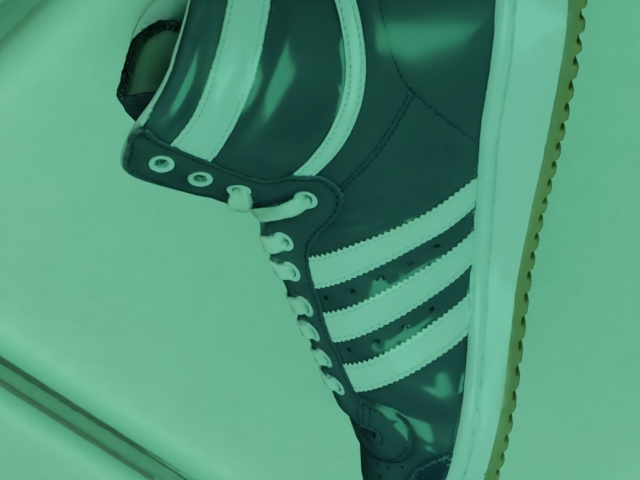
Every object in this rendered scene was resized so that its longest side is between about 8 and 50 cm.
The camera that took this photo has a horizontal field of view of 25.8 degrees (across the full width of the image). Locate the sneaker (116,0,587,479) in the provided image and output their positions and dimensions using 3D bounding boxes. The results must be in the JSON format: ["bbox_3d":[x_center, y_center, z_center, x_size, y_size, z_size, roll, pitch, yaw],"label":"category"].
[{"bbox_3d":[0.000,0.000,0.529,0.153,0.099,0.282,1,122,-7],"label":"sneaker"}]
